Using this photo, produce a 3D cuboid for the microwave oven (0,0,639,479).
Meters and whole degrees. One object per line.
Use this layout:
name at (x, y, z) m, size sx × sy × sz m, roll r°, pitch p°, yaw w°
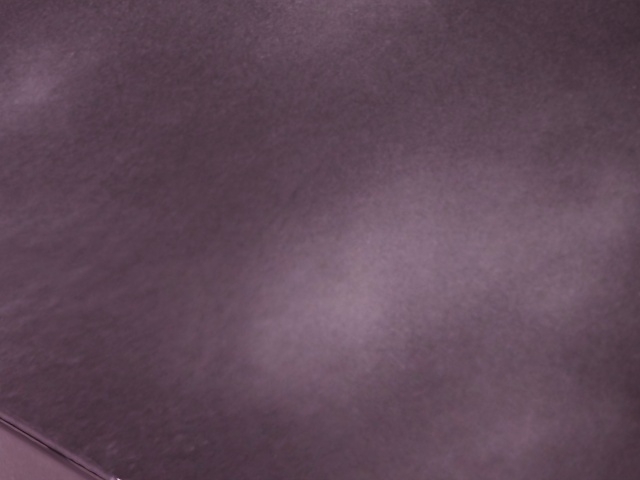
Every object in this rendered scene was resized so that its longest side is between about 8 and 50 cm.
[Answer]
microwave oven at (0.000, 0.000, 0.794) m, size 0.432 × 0.236 × 0.374 m, roll 27°, pitch 72°, yaw 27°
